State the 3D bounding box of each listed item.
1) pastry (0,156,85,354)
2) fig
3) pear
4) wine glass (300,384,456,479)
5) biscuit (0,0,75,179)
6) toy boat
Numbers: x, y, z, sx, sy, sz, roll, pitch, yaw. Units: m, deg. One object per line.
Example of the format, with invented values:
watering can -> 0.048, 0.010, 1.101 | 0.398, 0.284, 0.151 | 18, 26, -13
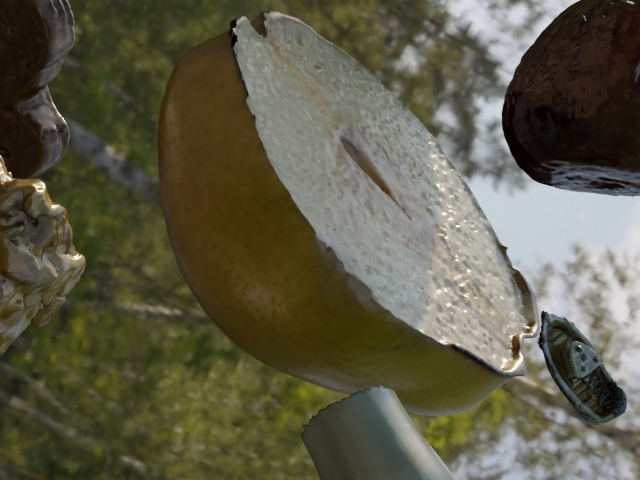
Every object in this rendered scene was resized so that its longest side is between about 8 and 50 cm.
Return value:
pastry -> -0.239, 0.054, 0.641 | 0.250, 0.102, 0.154 | -40, 178, -16
fig -> 0.198, -0.124, 0.765 | 0.146, 0.134, 0.201 | 14, -102, 35
pear -> 0.000, 0.000, 1.094 | 0.191, 0.386, 0.340 | -37, -178, 27
wine glass -> 0.062, 0.201, 0.851 | 0.093, 0.093, 0.202 | -52, -127, 33
biscuit -> -0.415, -0.226, 1.388 | 0.381, 0.359, 0.074 | -2, -149, 34
toy boat -> 0.166, 0.080, 0.800 | 0.038, 0.083, 0.038 | -34, 172, -5
